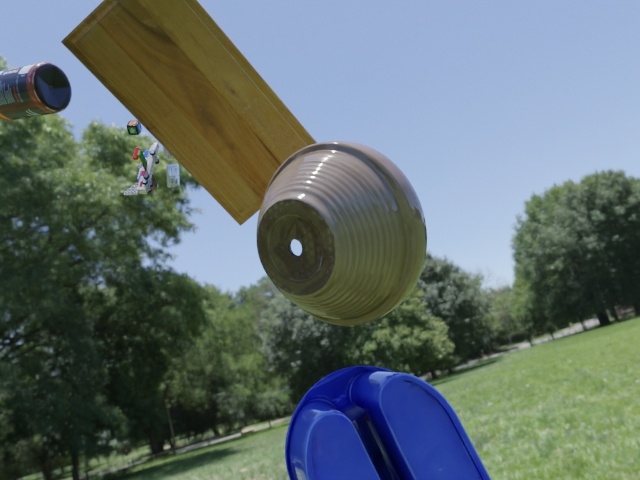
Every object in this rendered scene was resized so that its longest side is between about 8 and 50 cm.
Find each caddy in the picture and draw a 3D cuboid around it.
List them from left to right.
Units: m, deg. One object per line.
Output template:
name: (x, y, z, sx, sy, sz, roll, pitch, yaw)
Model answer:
caddy: (0.097, 0.342, 0.850, 0.241, 0.342, 0.179, -24, -9, -16)

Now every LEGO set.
LEGO set: (-0.359, -0.195, 1.276, 0.060, 0.183, 0.244, 0, 10, 4)

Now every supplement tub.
supplement tub: (-0.635, -0.312, 1.283, 0.197, 0.106, 0.106, -2, -6, 25)

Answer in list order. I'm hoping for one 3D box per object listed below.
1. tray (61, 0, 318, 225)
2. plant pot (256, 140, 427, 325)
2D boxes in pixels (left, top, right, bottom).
tray: (-0.199, -0.240, 1.021, 0.202, 0.411, 0.076, -40, 21, 7)
plant pot: (0.000, 0.000, 0.740, 0.237, 0.238, 0.109, -25, -4, 37)
